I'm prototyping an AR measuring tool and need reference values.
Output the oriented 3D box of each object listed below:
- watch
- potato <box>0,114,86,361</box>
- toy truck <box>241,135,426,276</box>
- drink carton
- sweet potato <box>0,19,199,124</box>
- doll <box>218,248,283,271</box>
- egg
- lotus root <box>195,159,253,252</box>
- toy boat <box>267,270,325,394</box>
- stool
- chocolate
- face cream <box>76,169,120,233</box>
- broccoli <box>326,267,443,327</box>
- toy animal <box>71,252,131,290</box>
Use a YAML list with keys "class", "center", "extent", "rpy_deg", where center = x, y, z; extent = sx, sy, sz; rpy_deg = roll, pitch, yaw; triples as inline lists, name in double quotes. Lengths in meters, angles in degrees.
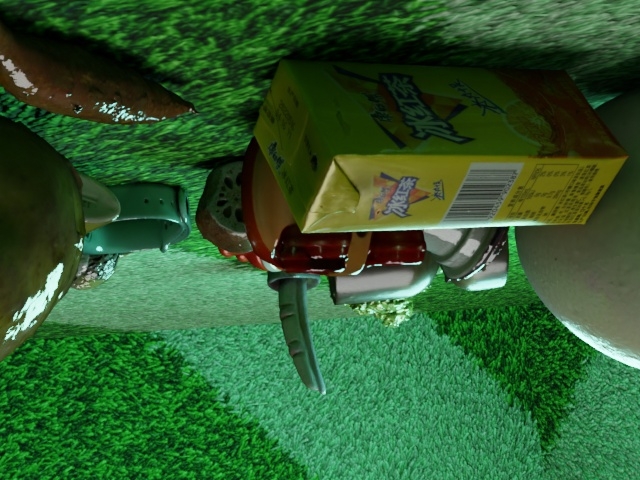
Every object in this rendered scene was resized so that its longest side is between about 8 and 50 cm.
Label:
- class: "watch"
  center: [-0.280, -0.030, 1.753]
  extent: [0.195, 0.068, 0.237]
  rpy_deg: [-9, 167, 2]
- class: "potato"
  center: [-0.349, -0.023, 1.229]
  extent: [0.237, 0.301, 0.289]
  rpy_deg: [-34, 177, -41]
- class: "toy truck"
  center: [-0.004, -0.051, 1.447]
  extent: [0.265, 0.189, 0.239]
  rpy_deg: [1, 177, -38]
- class: "drink carton"
  center: [0.123, -0.098, 1.246]
  extent: [0.351, 0.154, 0.111]
  rpy_deg: [-2, 136, -27]
- class: "sweet potato"
  center: [-0.205, -0.135, 1.090]
  extent: [0.066, 0.072, 0.314]
  rpy_deg: [-27, 161, 24]
- class: "doll"
  center: [0.000, 0.000, 2.055]
  extent: [0.337, 0.105, 0.200]
  rpy_deg: [-2, 171, 19]
- class: "egg"
  center: [0.392, -0.020, 1.448]
  extent: [0.340, 0.354, 0.354]
  rpy_deg: [5, 180, 40]
- class: "lotus root"
  center: [-0.101, -0.047, 1.590]
  extent: [0.112, 0.122, 0.081]
  rpy_deg: [19, 161, -6]
- class: "toy boat"
  center: [-0.048, 0.149, 2.515]
  extent: [0.111, 0.293, 0.276]
  rpy_deg: [-6, -173, -2]
- class: "stool"
  center: [0.139, -0.001, 1.861]
  extent: [0.264, 0.179, 0.179]
  rpy_deg: [-7, 171, -4]
- class: "chocolate"
  center: [0.156, -0.060, 1.586]
  extent: [0.147, 0.221, 0.221]
  rpy_deg: [19, 161, -23]
- class: "face cream"
  center: [-0.385, -0.031, 1.597]
  extent: [0.139, 0.067, 0.285]
  rpy_deg: [23, 157, -30]
- class: "broccoli"
  center: [0.135, 0.085, 2.396]
  extent: [0.254, 0.186, 0.302]
  rpy_deg: [-20, 161, 21]
- class: "toy animal"
  center: [-0.362, 0.020, 1.944]
  extent: [0.137, 0.098, 0.098]
  rpy_deg: [-27, 173, -6]
